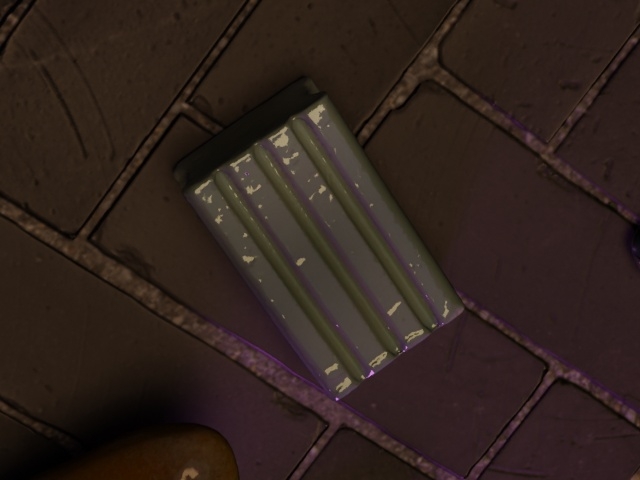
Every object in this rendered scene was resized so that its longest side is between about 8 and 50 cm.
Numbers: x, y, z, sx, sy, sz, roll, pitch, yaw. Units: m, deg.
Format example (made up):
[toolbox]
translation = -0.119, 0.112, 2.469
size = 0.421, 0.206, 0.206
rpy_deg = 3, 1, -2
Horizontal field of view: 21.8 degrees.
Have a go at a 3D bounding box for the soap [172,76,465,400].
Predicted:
[soap]
translation = 0.000, 0.000, 1.560
size = 0.160, 0.087, 0.265
rpy_deg = -35, 114, -1

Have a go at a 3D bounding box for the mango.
[mango]
translation = -0.226, 0.313, 1.551
size = 0.221, 0.199, 0.384
rpy_deg = 41, 94, -25

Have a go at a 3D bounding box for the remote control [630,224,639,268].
[remote control]
translation = 0.416, -0.035, 1.687
size = 0.222, 0.042, 0.072
rpy_deg = -33, 112, -2
